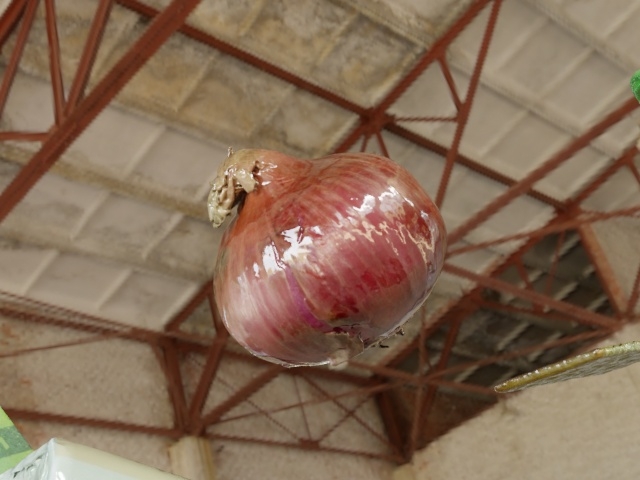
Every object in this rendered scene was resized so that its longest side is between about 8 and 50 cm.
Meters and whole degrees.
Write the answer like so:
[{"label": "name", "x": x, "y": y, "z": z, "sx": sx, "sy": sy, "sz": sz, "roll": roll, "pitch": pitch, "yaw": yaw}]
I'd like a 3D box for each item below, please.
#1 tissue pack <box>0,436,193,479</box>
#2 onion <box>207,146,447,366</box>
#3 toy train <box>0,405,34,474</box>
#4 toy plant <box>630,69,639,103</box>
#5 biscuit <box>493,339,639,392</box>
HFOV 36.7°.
[{"label": "tissue pack", "x": -0.143, "y": 0.414, "z": 0.929, "sx": 0.405, "sy": 0.332, "sz": 0.205, "roll": 28, "pitch": -42, "yaw": -29}, {"label": "onion", "x": 0.009, "y": 0.032, "z": 1.353, "sx": 0.353, "sy": 0.353, "sz": 0.353, "roll": -12, "pitch": -33, "yaw": -8}, {"label": "toy train", "x": -0.514, "y": 0.333, "z": 1.340, "sx": 0.238, "sy": 0.299, "sz": 0.167, "roll": -7, "pitch": -45, "yaw": -56}, {"label": "toy plant", "x": 0.501, "y": -0.140, "z": 1.294, "sx": 0.088, "sy": 0.240, "sz": 0.154, "roll": -34, "pitch": 12, "yaw": -16}, {"label": "biscuit", "x": 0.303, "y": 0.132, "z": 1.049, "sx": 0.139, "sy": 0.016, "sz": 0.231, "roll": -29, "pitch": -20, "yaw": 38}]
